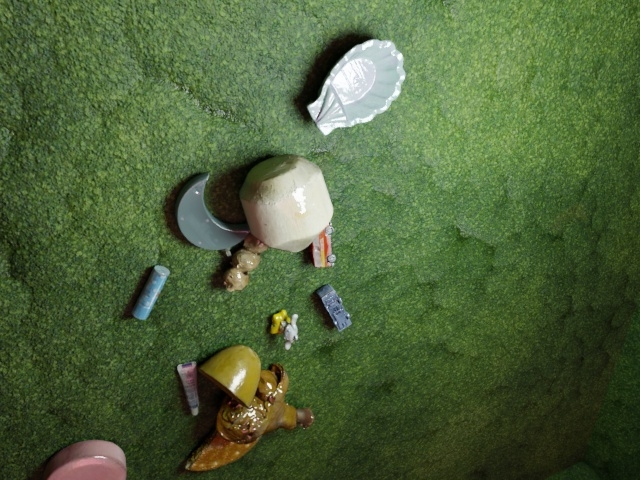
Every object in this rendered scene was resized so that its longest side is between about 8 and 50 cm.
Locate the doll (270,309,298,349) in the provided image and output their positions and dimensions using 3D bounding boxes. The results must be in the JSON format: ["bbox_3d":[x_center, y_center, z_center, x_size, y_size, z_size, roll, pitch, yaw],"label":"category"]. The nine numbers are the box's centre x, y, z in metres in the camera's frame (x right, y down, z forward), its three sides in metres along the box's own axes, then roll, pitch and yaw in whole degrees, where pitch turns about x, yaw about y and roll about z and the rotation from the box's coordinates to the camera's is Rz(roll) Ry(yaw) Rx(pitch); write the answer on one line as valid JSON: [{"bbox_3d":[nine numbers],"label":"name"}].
[{"bbox_3d":[-0.110,0.297,1.549,0.071,0.113,0.136,-12,102,-42],"label":"doll"}]

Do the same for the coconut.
[{"bbox_3d":[-0.088,-0.087,1.274,0.237,0.237,0.266,-24,126,-12],"label":"coconut"}]

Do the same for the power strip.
[{"bbox_3d":[-0.302,-0.055,1.299,0.167,0.054,0.253,-35,126,-1],"label":"power strip"}]

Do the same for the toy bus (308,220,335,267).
[{"bbox_3d":[0.000,0.000,1.462,0.077,0.079,0.175,-10,121,-9],"label":"toy bus"}]

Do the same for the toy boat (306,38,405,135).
[{"bbox_3d":[0.088,-0.414,1.259,0.290,0.100,0.199,-38,126,-3],"label":"toy boat"}]

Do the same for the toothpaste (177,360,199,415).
[{"bbox_3d":[-0.428,0.492,1.550,0.061,0.037,0.217,-11,117,-20],"label":"toothpaste"}]

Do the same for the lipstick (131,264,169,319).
[{"bbox_3d":[-0.481,0.147,1.327,0.048,0.048,0.158,22,105,-33],"label":"lipstick"}]

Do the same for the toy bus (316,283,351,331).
[{"bbox_3d":[0.049,0.230,1.609,0.064,0.075,0.191,-31,126,-6],"label":"toy bus"}]

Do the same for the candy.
[{"bbox_3d":[-0.749,0.759,1.506,0.255,0.094,0.256,-12,120,-20],"label":"candy"}]

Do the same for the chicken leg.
[{"bbox_3d":[-0.162,0.582,1.664,0.409,0.182,0.296,24,88,-37],"label":"chicken leg"}]

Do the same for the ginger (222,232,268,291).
[{"bbox_3d":[-0.219,0.057,1.384,0.204,0.080,0.104,-61,162,14],"label":"ginger"}]

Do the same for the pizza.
[{"bbox_3d":[-0.359,0.742,1.707,0.291,0.058,0.197,-18,122,-18],"label":"pizza"}]

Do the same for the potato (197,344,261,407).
[{"bbox_3d":[-0.267,0.419,1.513,0.158,0.203,0.178,-48,156,-23],"label":"potato"}]
